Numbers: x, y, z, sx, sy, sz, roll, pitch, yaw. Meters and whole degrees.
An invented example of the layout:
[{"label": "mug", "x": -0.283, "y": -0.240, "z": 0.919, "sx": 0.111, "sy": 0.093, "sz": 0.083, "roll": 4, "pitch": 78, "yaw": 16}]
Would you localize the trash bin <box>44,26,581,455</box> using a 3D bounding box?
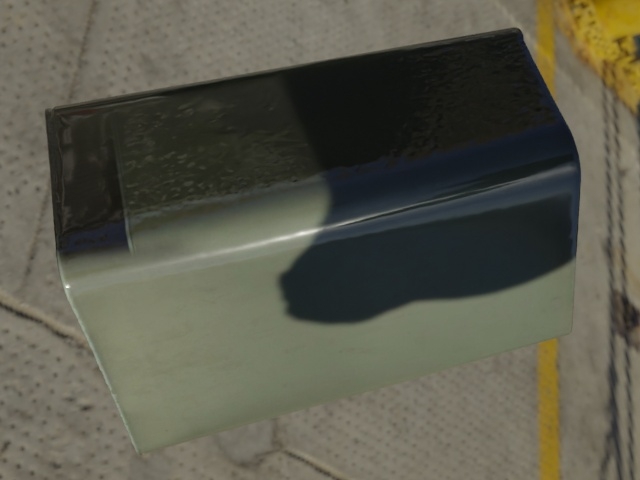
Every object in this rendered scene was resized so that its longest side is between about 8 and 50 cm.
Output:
[{"label": "trash bin", "x": 0.000, "y": 0.000, "z": 0.614, "sx": 0.164, "sy": 0.240, "sz": 0.122, "roll": 81, "pitch": -5, "yaw": -48}]
